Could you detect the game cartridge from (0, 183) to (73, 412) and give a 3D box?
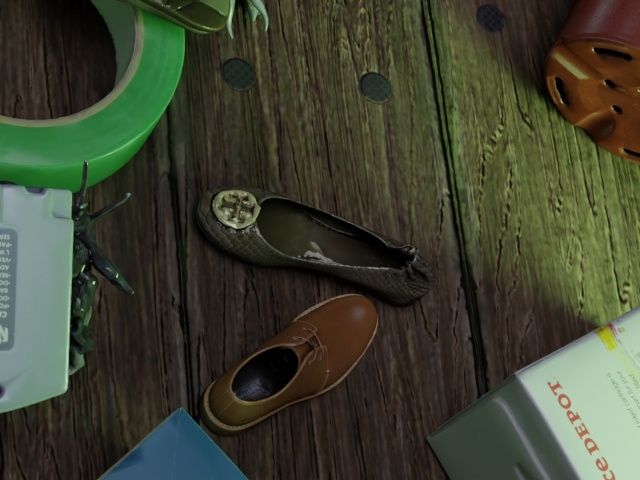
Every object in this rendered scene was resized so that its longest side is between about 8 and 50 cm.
[{"bbox_3d":[-0.341,0.047,1.269,0.294,0.060,0.196,4,80,-25],"label":"game cartridge"}]

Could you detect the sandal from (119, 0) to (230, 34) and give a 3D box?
[{"bbox_3d":[-0.185,-0.266,1.553,0.219,0.060,0.090,30,63,-25],"label":"sandal"}]

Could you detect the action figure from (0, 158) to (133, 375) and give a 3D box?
[{"bbox_3d":[-0.274,0.057,1.404,0.164,0.141,0.275,41,73,1],"label":"action figure"}]

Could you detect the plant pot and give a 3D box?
[{"bbox_3d":[0.389,-0.239,1.767,0.272,0.272,0.265,37,66,-3],"label":"plant pot"}]

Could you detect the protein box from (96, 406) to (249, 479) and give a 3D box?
[{"bbox_3d":[-0.134,0.289,1.353,0.201,0.136,0.200,47,58,3],"label":"protein box"}]

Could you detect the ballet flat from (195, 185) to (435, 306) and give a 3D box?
[{"bbox_3d":[0.000,0.000,1.592,0.250,0.058,0.084,21,59,-13],"label":"ballet flat"}]

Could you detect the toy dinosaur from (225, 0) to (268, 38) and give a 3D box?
[{"bbox_3d":[-0.157,-0.357,1.643,0.313,0.121,0.160,31,39,-19],"label":"toy dinosaur"}]

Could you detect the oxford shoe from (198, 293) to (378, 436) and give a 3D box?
[{"bbox_3d":[-0.015,0.109,1.526,0.212,0.076,0.076,-35,82,-33],"label":"oxford shoe"}]

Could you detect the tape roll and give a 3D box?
[{"bbox_3d":[-0.292,-0.198,1.549,0.321,0.077,0.321,9,63,-19],"label":"tape roll"}]

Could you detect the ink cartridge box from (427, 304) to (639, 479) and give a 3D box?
[{"bbox_3d":[0.286,0.187,1.544,0.270,0.197,0.198,-24,78,-30],"label":"ink cartridge box"}]
